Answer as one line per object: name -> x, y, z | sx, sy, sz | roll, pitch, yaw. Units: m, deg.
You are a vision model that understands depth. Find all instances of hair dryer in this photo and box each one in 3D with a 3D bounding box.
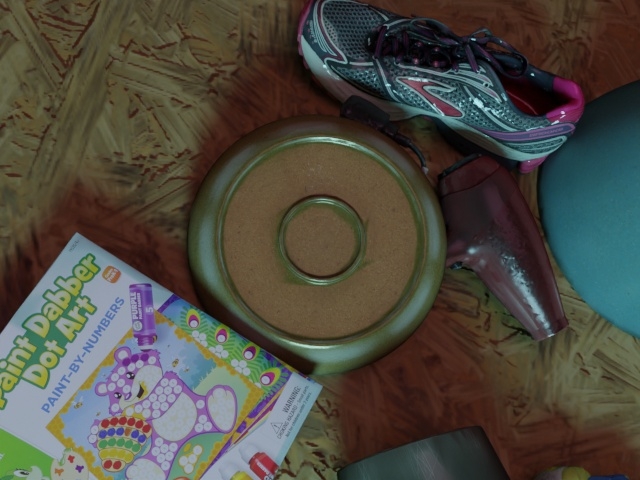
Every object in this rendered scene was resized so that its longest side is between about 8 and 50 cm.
hair dryer -> 0.107, 0.014, 0.864 | 0.293, 0.080, 0.224 | 23, 81, -3

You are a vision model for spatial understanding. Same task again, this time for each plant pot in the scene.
plant pot -> 0.000, 0.000, 0.797 | 0.236, 0.032, 0.236 | 1, 83, -6
plant pot -> 0.396, -0.058, 0.904 | 0.290, 0.195, 0.290 | 7, 68, -17

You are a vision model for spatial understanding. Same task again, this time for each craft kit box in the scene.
craft kit box -> -0.161, 0.159, 0.716 | 0.246, 0.061, 0.250 | 31, 64, -3

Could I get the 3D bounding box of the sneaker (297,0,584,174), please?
sneaker -> 0.121, -0.176, 0.902 | 0.299, 0.112, 0.121 | 21, 65, -10

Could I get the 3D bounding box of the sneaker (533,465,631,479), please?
sneaker -> 0.267, 0.312, 0.781 | 0.126, 0.091, 0.240 | -3, 71, -20

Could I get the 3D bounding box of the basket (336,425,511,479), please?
basket -> 0.107, 0.274, 0.711 | 0.204, 0.154, 0.227 | -15, 71, -6
